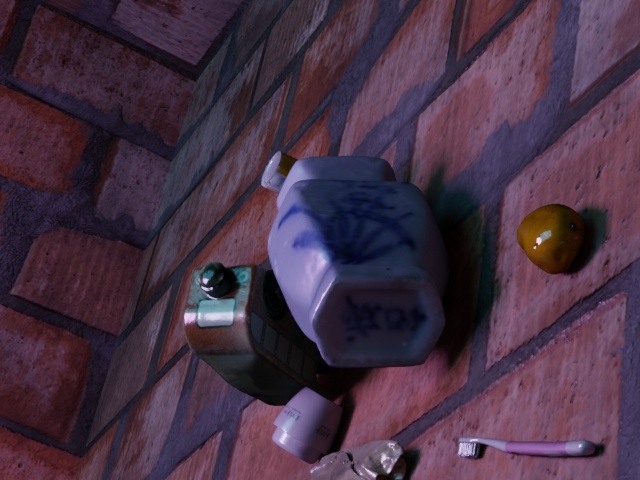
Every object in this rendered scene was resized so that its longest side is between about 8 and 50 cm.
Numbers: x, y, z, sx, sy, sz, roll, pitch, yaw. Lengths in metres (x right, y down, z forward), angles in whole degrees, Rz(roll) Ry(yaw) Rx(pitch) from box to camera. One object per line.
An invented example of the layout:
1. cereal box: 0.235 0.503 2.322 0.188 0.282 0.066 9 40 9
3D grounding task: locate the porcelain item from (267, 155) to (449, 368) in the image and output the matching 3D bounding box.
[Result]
1. porcelain item: 0.051 0.024 1.944 0.405 0.243 0.178 -104 16 -64

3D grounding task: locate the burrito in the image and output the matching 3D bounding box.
1. burrito: 0.045 0.306 1.863 0.226 0.060 0.087 -36 29 61

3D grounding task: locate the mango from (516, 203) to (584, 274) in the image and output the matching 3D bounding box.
1. mango: 0.263 -0.004 1.631 0.080 0.060 0.114 -64 13 -6

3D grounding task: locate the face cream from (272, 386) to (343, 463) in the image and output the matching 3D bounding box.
1. face cream: -0.018 0.268 2.059 0.095 0.091 0.091 -60 16 -4

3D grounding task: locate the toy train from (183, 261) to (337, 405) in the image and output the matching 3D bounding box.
1. toy train: -0.088 0.138 2.086 0.129 0.326 0.159 -5 63 26

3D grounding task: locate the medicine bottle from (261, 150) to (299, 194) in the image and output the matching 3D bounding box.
1. medicine bottle: 0.019 -0.066 2.182 0.074 0.218 0.074 -54 21 31

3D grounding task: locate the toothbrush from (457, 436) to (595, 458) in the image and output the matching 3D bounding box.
1. toothbrush: 0.215 0.225 1.531 0.286 0.020 0.025 160 124 -68
